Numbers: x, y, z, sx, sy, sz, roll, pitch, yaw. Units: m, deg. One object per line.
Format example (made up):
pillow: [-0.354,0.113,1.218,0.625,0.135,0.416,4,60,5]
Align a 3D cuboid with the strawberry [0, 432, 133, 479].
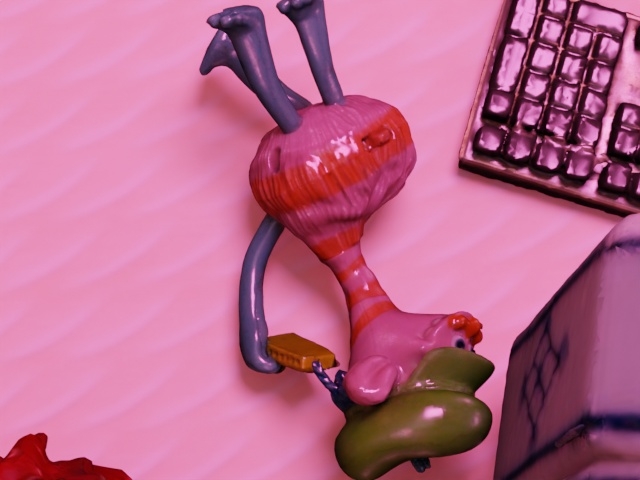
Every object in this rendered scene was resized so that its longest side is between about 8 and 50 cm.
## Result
strawberry: [-0.142,0.176,0.635,0.202,0.184,0.186,-15,86,15]

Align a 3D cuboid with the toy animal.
toy animal: [0.000,0.000,0.727,0.103,0.100,0.208,-22,88,15]

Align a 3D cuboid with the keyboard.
keyboard: [0.224,-0.029,0.773,0.317,0.027,0.106,16,76,0]

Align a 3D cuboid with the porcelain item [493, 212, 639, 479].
porcelain item: [0.209,0.096,0.614,0.286,0.281,0.157,7,75,-4]
